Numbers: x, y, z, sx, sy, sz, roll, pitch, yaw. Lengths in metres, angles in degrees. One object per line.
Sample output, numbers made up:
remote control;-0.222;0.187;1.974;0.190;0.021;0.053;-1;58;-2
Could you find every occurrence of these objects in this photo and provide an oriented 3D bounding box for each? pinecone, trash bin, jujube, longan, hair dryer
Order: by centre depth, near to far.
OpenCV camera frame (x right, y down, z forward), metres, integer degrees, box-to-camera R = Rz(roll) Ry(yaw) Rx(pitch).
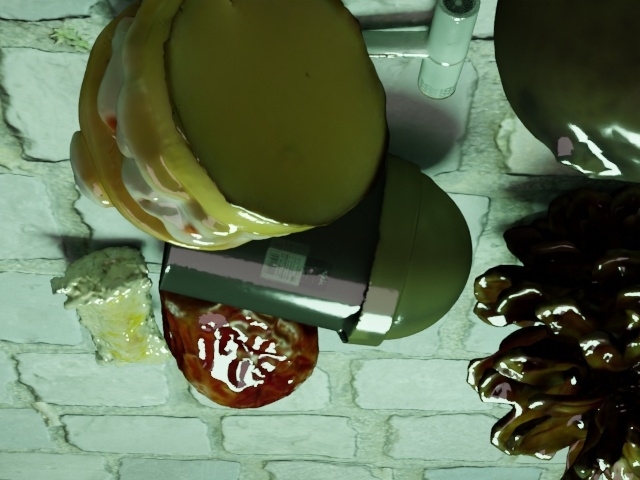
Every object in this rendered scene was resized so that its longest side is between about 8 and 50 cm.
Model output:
longan;0.302;-0.168;1.374;0.319;0.318;0.319;1;155;0
hair dryer;0.052;-0.195;1.639;0.183;0.044;0.155;6;153;-3
trash bin;0.000;0.000;1.866;0.334;0.214;0.214;9;155;-5
pinecone;0.351;0.133;1.993;0.398;0.397;0.397;1;155;0
jujube;-0.102;0.099;2.114;0.197;0.197;0.290;-6;154;15

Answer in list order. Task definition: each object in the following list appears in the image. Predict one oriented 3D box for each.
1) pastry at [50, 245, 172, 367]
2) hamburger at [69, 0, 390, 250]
pastry;-0.257;0.089;2.209;0.122;0.089;0.258;-5;156;5
hamburger;-0.103;-0.116;1.579;0.276;0.276;0.237;22;159;-37
